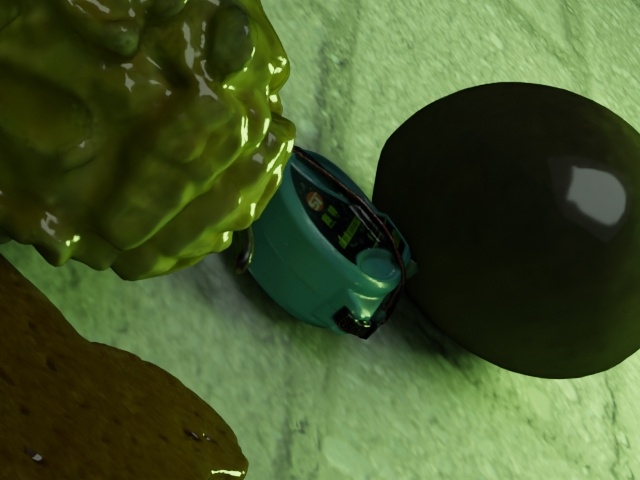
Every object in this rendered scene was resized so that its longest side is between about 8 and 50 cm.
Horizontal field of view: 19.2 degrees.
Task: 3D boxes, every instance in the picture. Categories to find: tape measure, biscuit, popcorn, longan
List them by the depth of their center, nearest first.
[{"bbox_3d":[-0.136,0.133,0.864,0.283,0.064,0.432,39,13,-20],"label":"biscuit"},{"bbox_3d":[-0.134,-0.089,1.085,0.249,0.225,0.249,45,-1,1],"label":"popcorn"},{"bbox_3d":[0.000,0.000,1.304,0.146,0.081,0.125,48,24,-5],"label":"tape measure"},{"bbox_3d":[0.161,-0.002,1.425,0.246,0.215,0.246,53,-16,23],"label":"longan"}]

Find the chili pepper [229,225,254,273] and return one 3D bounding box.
[{"bbox_3d":[-0.148,-0.137,1.264,0.368,0.092,0.137,45,46,3],"label":"chili pepper"}]
